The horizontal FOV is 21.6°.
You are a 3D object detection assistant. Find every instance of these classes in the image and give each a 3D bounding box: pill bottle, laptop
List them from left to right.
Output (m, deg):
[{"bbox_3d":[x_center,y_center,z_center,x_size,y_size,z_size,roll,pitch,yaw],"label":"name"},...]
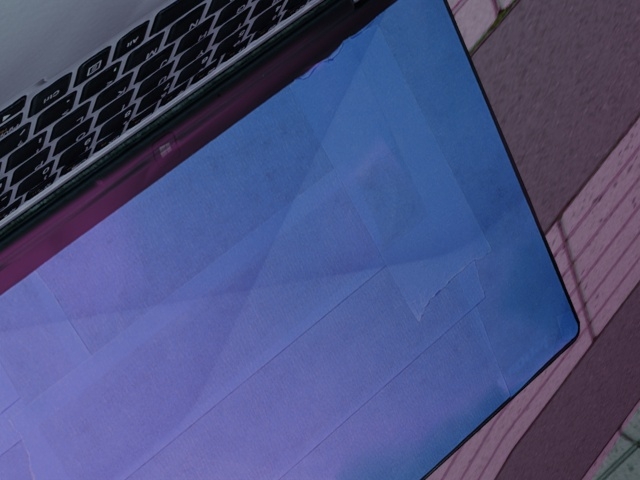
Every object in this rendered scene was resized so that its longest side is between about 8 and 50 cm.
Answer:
[{"bbox_3d":[-0.026,0.101,0.988,0.334,0.188,0.188,-50,156,-21],"label":"pill bottle"},{"bbox_3d":[0.000,0.000,0.743,0.382,0.236,0.408,-39,173,-26],"label":"laptop"}]
